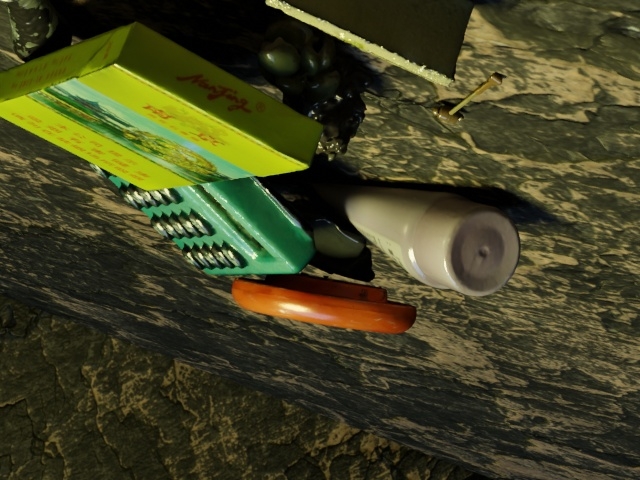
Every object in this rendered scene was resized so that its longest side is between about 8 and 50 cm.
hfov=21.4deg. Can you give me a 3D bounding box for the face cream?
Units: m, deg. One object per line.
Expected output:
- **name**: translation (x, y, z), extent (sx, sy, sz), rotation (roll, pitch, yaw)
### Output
- **face cream**: translation (0.098, -0.010, 1.757), extent (0.154, 0.096, 0.274), rotation (26, 177, -29)

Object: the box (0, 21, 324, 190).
- **box**: translation (-0.154, -0.108, 1.474), extent (0.187, 0.047, 0.335), rotation (28, 165, -25)

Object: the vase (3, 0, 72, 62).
- **vase**: translation (-0.255, -0.205, 1.472), extent (0.059, 0.059, 0.167), rotation (17, 167, 4)

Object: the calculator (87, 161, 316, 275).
- **calculator**: translation (-0.143, -0.055, 1.778), extent (0.248, 0.058, 0.274), rotation (46, 160, -18)

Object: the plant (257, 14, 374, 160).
- **plant**: translation (-0.007, -0.131, 1.416), extent (0.087, 0.085, 0.174), rotation (-11, 152, 15)

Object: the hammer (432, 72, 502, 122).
- **hammer**: translation (0.125, -0.119, 1.410), extent (0.029, 0.014, 0.123), rotation (12, 166, -13)

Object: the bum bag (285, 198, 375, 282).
- **bum bag**: translation (0.000, 0.000, 1.871), extent (0.123, 0.060, 0.248), rotation (30, 180, 11)

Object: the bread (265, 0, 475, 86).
- **bread**: translation (0.036, -0.168, 1.203), extent (0.153, 0.068, 0.028), rotation (22, 165, -18)

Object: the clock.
- **clock**: translation (0.005, 0.064, 1.863), extent (0.205, 0.051, 0.205), rotation (10, 179, 0)
